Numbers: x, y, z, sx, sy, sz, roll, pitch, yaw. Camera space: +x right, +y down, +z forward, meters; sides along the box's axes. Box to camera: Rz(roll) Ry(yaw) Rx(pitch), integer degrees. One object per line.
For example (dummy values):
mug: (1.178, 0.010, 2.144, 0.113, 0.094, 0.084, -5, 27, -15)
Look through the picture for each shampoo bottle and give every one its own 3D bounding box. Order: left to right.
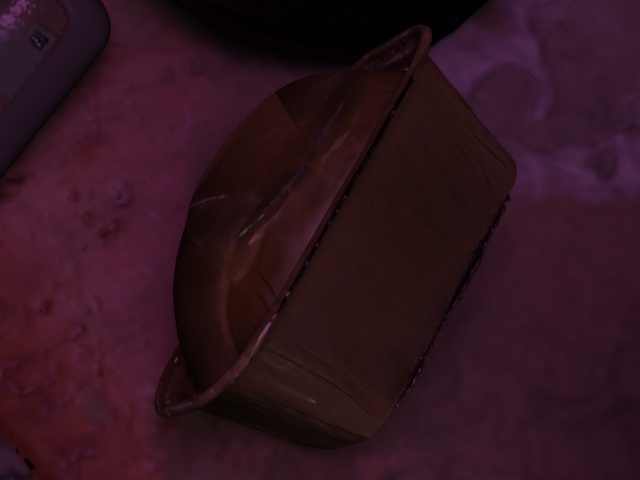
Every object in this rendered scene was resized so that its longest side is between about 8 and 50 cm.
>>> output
shampoo bottle: (-0.159, -0.049, 0.796, 0.080, 0.040, 0.165, 35, 69, 4)

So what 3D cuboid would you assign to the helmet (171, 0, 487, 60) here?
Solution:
helmet: (0.027, -0.234, 0.816, 0.225, 0.177, 0.305, 27, 71, 5)

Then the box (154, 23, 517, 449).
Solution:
box: (0.000, 0.000, 0.769, 0.111, 0.111, 0.177, 29, 69, 3)
